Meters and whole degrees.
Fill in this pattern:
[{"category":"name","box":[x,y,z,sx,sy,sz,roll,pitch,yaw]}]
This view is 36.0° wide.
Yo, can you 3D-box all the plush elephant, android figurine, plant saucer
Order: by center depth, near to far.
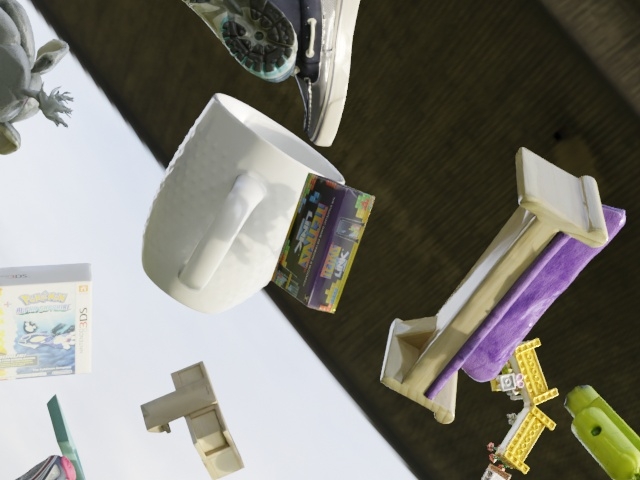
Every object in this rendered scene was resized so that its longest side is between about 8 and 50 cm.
[{"category":"android figurine","box":[0.384,0.283,1.126,0.248,0.056,0.273,43,9,-36]},{"category":"plant saucer","box":[-0.329,0.267,1.280,0.192,0.018,0.067,100,-31,-58]},{"category":"plush elephant","box":[-0.608,-0.303,1.832,0.330,0.272,0.255,32,-8,-14]}]

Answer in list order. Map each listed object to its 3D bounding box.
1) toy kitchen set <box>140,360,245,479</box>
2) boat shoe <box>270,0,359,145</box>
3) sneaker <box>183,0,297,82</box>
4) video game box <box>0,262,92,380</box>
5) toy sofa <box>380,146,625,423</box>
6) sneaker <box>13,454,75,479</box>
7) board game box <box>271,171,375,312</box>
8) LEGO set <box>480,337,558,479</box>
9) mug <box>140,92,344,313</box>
[{"category":"toy kitchen set","box":[-0.122,0.175,0.922,0.075,0.068,0.083,75,-9,-49]},{"category":"boat shoe","box":[-0.033,-0.310,1.525,0.127,0.158,0.340,-97,-167,-59]},{"category":"sneaker","box":[-0.132,-0.327,1.353,0.283,0.110,0.122,57,0,10]},{"category":"video game box","box":[-0.424,0.118,1.382,0.048,0.205,0.187,-114,-154,-49]},{"category":"toy sofa","box":[0.246,0.076,1.313,0.177,0.150,0.362,30,-60,-7]},{"category":"sneaker","box":[-0.386,0.281,0.963,0.121,0.299,0.112,155,-88,-80]},{"category":"board game box","box":[0.000,0.000,1.375,0.141,0.048,0.170,28,-80,64]},{"category":"LEGO set","box":[0.284,0.260,1.529,0.107,0.132,0.287,155,-61,-68]},{"category":"mug","box":[-0.160,-0.036,1.690,0.276,0.328,0.374,34,11,-7]}]
